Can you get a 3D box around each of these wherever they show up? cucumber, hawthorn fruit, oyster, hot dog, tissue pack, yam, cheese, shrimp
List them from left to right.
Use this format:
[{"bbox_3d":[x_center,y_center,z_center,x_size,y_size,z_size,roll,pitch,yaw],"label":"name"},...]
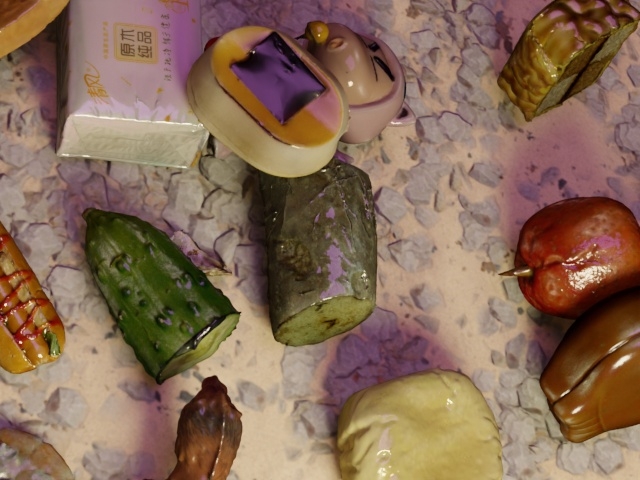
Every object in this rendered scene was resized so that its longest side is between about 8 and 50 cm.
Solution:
[{"bbox_3d":[-0.419,0.292,1.643,0.317,0.062,0.164,-10,65,-31],"label":"shrimp"},{"bbox_3d":[-0.392,0.043,1.769,0.104,0.076,0.250,-25,79,-30],"label":"hot dog"},{"bbox_3d":[-0.246,-0.222,1.933,0.185,0.124,0.225,4,63,-18],"label":"tissue pack"},{"bbox_3d":[-0.213,0.048,1.818,0.134,0.134,0.244,-33,73,-32],"label":"cucumber"},{"bbox_3d":[-0.160,0.026,1.900,0.093,0.034,0.051,39,40,13],"label":"oyster"},{"bbox_3d":[0.000,0.000,1.915,0.154,0.154,0.254,5,62,-20],"label":"yam"},{"bbox_3d":[0.129,0.268,1.851,0.226,0.117,0.214,-3,72,-29],"label":"cheese"},{"bbox_3d":[0.339,0.027,2.025,0.200,0.179,0.179,-6,67,-14],"label":"hawthorn fruit"}]

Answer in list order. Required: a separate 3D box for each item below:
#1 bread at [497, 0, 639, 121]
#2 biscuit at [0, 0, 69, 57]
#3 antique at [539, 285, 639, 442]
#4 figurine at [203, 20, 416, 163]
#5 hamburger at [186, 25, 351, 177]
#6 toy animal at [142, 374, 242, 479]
[{"bbox_3d":[0.351,-0.272,2.152,0.181,0.222,0.096,-30,75,-22],"label":"bread"},{"bbox_3d":[-0.484,-0.362,1.890,0.385,0.062,0.365,-38,67,-21],"label":"biscuit"},{"bbox_3d":[0.418,0.151,1.965,0.278,0.223,0.129,-31,57,5],"label":"antique"},{"bbox_3d":[-0.011,-0.202,1.992,0.287,0.186,0.176,-4,62,-15],"label":"figurine"},{"bbox_3d":[-0.062,-0.175,1.858,0.210,0.116,0.173,42,64,2],"label":"hamburger"},{"bbox_3d":[-0.148,0.306,1.690,0.097,0.157,0.312,14,59,-14],"label":"toy animal"}]
